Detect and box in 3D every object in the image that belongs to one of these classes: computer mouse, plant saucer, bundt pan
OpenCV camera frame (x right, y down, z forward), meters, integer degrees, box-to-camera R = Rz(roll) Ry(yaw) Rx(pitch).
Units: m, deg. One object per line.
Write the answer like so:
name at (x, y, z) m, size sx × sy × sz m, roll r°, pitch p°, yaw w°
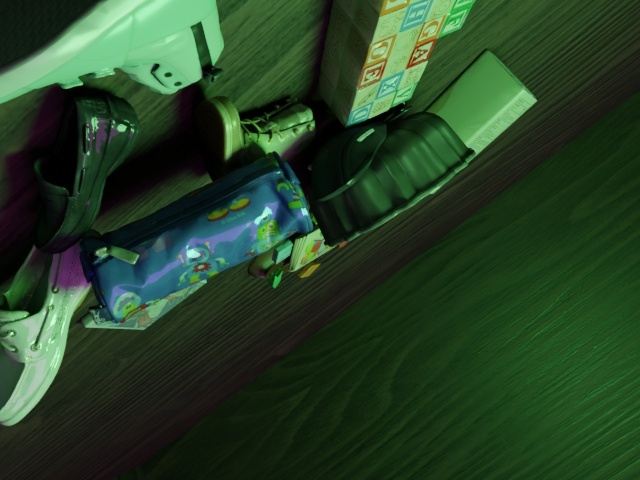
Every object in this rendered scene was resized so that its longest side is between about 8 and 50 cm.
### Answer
computer mouse at (0.025, -0.147, 0.842) m, size 0.184 × 0.060 × 0.262 m, roll -19°, pitch -154°, yaw 46°
plant saucer at (-0.090, 0.043, 1.332) m, size 0.198 × 0.036 × 0.199 m, roll -33°, pitch 164°, yaw -10°
bundt pan at (0.114, -0.128, 0.983) m, size 0.330 × 0.124 × 0.331 m, roll -34°, pitch -174°, yaw 4°

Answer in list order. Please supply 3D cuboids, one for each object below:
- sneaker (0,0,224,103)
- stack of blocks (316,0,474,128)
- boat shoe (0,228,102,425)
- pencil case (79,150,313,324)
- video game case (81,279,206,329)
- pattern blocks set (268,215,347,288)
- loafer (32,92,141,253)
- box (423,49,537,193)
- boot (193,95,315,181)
sneaker at (-0.194, -0.156, 0.463) m, size 0.255 × 0.094 × 0.151 m, roll -35°, pitch 158°, yaw -11°
stack of blocks at (0.105, -0.297, 0.683) m, size 0.171 × 0.087 × 0.297 m, roll -28°, pitch 162°, yaw -20°
boat shoe at (-0.385, 0.101, 0.677) m, size 0.096 × 0.098 × 0.277 m, roll 38°, pitch 69°, yaw -65°
pencil case at (-0.159, -0.008, 0.676) m, size 0.306 × 0.119 × 0.133 m, roll -26°, pitch 161°, yaw -13°
video game case at (-0.348, 0.120, 1.059) m, size 0.183 × 0.023 × 0.201 m, roll -37°, pitch 164°, yaw 5°
pattern blocks set at (0.000, 0.000, 1.304) m, size 0.324 × 0.026 × 0.285 m, roll -38°, pitch 158°, yaw -25°
loafer at (-0.283, -0.071, 0.583) m, size 0.078 × 0.076 × 0.223 m, roll -2°, pitch 138°, yaw -53°
box at (0.303, -0.247, 1.151) m, size 0.311 × 0.121 × 0.148 m, roll -44°, pitch 162°, yaw 26°
boot at (-0.084, -0.155, 0.729) m, size 0.165 × 0.077 × 0.213 m, roll -30°, pitch 168°, yaw -16°
